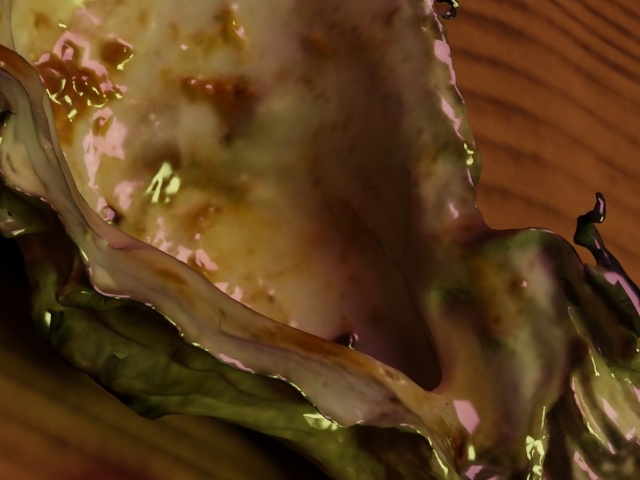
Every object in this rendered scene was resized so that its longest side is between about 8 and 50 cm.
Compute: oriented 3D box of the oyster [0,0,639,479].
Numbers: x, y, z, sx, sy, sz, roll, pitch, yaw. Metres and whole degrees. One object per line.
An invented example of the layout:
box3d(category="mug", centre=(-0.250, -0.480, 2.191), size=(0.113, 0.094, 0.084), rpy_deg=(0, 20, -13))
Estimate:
box3d(category="oyster", centre=(0.004, -0.004, 0.615), size=(0.337, 0.133, 0.198), rpy_deg=(44, 63, 0))
